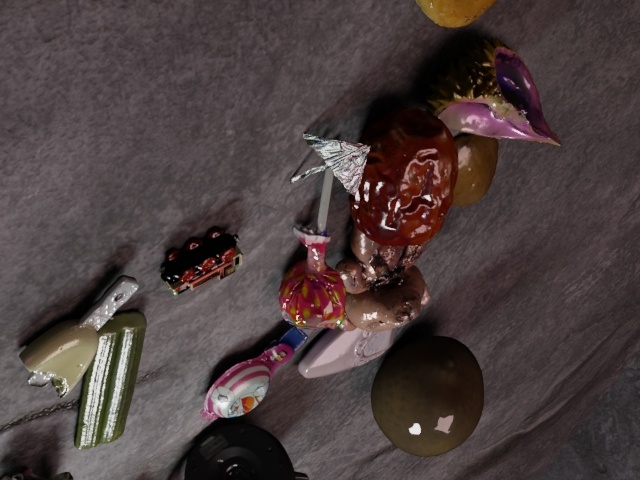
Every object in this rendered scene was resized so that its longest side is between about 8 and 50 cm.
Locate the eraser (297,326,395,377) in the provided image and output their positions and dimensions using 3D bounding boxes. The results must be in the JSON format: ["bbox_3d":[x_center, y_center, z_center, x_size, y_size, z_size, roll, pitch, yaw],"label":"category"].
[{"bbox_3d":[0.062,0.209,2.342,0.243,0.059,0.204,-30,150,-27],"label":"eraser"}]

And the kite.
[{"bbox_3d":[0.014,-0.116,1.822,0.157,0.011,0.139,-20,123,29],"label":"kite"}]

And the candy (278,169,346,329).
[{"bbox_3d":[0.000,0.000,1.964,0.124,0.124,0.365,-21,137,-32],"label":"candy"}]

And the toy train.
[{"bbox_3d":[-0.185,0.037,1.824,0.138,0.050,0.087,-29,152,-21],"label":"toy train"}]

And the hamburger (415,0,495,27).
[{"bbox_3d":[0.201,-0.400,1.637,0.214,0.108,0.213,-34,155,-18],"label":"hamburger"}]

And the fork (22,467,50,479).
[{"bbox_3d":[-0.485,0.402,2.008,0.016,0.012,0.115,-36,156,-1],"label":"fork"}]

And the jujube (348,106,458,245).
[{"bbox_3d":[0.132,-0.096,1.895,0.174,0.174,0.250,-25,148,-27],"label":"jujube"}]

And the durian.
[{"bbox_3d":[0.259,-0.231,1.915,0.187,0.153,0.260,-23,156,11],"label":"durian"}]

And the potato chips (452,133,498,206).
[{"bbox_3d":[0.275,-0.126,2.154,0.150,0.049,0.201,-39,146,-14],"label":"potato chips"}]

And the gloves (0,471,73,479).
[{"bbox_3d":[-0.475,0.446,1.965,0.128,0.111,0.212,-2,166,-11],"label":"gloves"}]

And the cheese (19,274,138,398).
[{"bbox_3d":[-0.355,0.139,1.757,0.235,0.049,0.127,-44,149,11],"label":"cheese"}]

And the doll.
[{"bbox_3d":[0.125,0.059,2.127,0.201,0.156,0.303,-24,143,-17],"label":"doll"}]

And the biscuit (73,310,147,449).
[{"bbox_3d":[-0.341,0.233,1.920,0.099,0.038,0.322,-16,143,-33],"label":"biscuit"}]

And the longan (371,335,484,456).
[{"bbox_3d":[0.231,0.333,2.531,0.258,0.258,0.258,-30,149,-20],"label":"longan"}]

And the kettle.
[{"bbox_3d":[-0.153,0.501,2.353,0.251,0.207,0.271,-46,159,-6],"label":"kettle"}]

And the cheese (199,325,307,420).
[{"bbox_3d":[-0.123,0.249,2.177,0.244,0.062,0.155,-41,149,-1],"label":"cheese"}]
